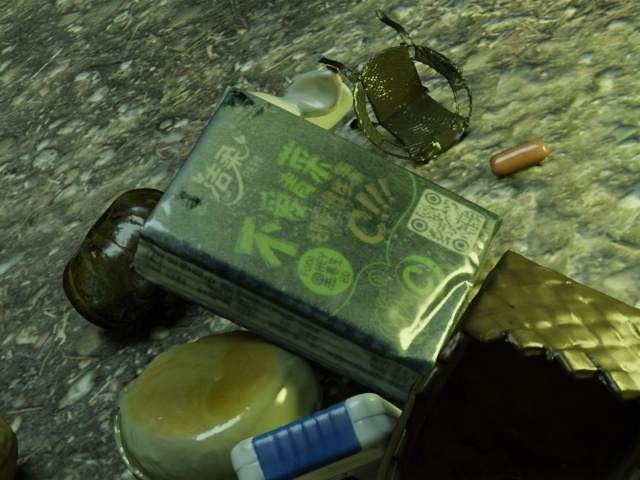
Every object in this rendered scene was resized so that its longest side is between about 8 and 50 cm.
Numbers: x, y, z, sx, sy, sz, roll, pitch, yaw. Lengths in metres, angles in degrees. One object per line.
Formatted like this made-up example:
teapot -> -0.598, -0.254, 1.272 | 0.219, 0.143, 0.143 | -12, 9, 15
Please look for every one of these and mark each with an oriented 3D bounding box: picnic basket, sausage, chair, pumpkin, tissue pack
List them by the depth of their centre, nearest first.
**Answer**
picnic basket -> 0.201, 0.211, 1.704 | 0.254, 0.291, 0.321 | 23, 40, 3
tissue pack -> 0.000, 0.000, 2.104 | 0.394, 0.124, 0.288 | 26, 49, 3
sausage -> 0.274, -0.114, 2.329 | 0.083, 0.034, 0.034 | -20, 35, 8
pumpkin -> -0.262, 0.033, 2.397 | 0.219, 0.162, 0.219 | -46, 12, 13
chair -> 0.113, -0.215, 2.481 | 0.174, 0.149, 0.213 | -35, 39, -13

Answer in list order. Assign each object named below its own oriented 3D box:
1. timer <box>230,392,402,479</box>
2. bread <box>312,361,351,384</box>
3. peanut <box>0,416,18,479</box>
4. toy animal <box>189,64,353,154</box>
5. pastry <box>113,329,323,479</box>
timer -> 0.015, 0.244, 1.880 | 0.178, 0.253, 0.078 | -23, 74, 8
bread -> 0.061, 0.124, 2.169 | 0.153, 0.028, 0.068 | -43, 37, -20
peanut -> -0.467, 0.343, 2.144 | 0.159, 0.143, 0.291 | -19, 37, 11
toy animal -> -0.070, -0.095, 2.348 | 0.247, 0.183, 0.310 | -7, 58, 4
pastry -> -0.124, 0.215, 2.082 | 0.264, 0.133, 0.265 | -18, 34, 13
